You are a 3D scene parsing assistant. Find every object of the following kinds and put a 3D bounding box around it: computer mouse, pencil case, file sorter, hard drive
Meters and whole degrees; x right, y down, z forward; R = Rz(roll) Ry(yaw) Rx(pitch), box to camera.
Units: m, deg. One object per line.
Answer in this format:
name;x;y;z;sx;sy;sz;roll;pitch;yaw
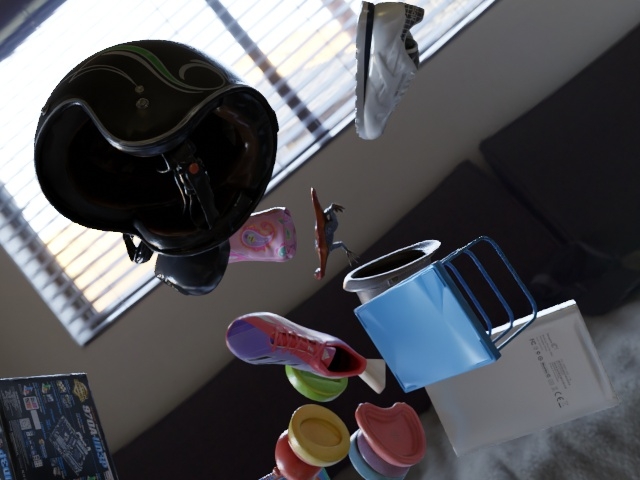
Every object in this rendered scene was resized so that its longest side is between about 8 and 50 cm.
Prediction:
computer mouse;-0.154;0.000;0.663;0.242;0.041;0.071;15;81;56
pencil case;-0.195;0.002;1.474;0.284;0.124;0.124;-7;3;8
file sorter;0.145;0.084;0.804;0.104;0.118;0.170;-30;-6;-35
hard drive;0.355;0.256;1.264;0.307;0.203;0.040;-24;6;16

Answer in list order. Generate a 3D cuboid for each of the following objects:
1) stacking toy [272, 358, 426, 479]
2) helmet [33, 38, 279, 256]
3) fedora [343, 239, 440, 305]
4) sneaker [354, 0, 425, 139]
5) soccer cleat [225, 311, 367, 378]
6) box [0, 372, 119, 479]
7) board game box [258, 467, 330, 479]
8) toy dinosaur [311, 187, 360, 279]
stacking toy;0.037;0.362;1.382;0.130;0.309;0.279;-58;32;30
helmet;-0.135;-0.079;0.550;0.169;0.161;0.169;-38;-41;-44
fedora;0.203;0.109;1.807;0.275;0.124;0.244;-23;8;-10
sneaker;0.098;-0.240;1.017;0.235;0.094;0.090;88;-176;-52
soccer cleat;-0.034;0.168;1.086;0.095;0.248;0.083;0;72;47
box;-0.401;0.310;1.028;0.051;0.220;0.175;-33;-21;22
board game box;-0.067;0.566;1.466;0.210;0.160;0.047;-25;15;-7
toy dinosaur;0.000;0.000;0.789;0.047;0.090;0.082;-13;50;53
